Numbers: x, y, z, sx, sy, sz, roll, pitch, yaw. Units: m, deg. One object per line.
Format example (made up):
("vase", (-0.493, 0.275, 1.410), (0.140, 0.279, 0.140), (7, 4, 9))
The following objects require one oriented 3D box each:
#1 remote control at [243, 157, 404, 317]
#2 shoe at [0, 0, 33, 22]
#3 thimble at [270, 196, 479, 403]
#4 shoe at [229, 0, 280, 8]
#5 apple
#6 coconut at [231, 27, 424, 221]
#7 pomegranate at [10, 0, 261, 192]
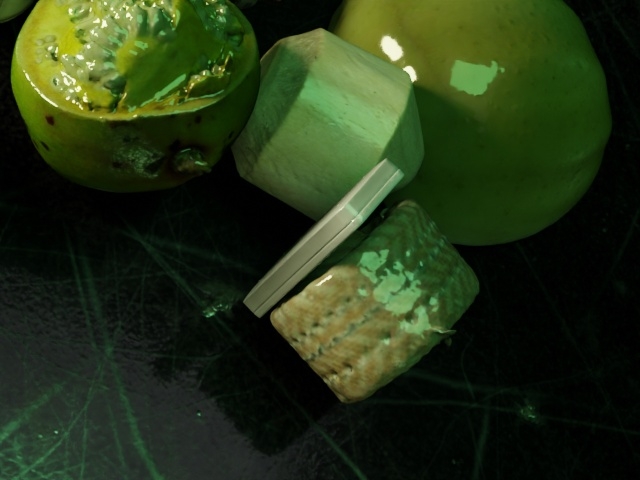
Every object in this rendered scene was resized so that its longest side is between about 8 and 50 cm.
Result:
("remote control", (0.000, 0.000, 1.723), (0.034, 0.250, 0.103), (44, 51, -3))
("shoe", (-0.328, -0.328, 1.785), (0.103, 0.098, 0.275), (27, 36, -8))
("thimble", (0.064, 0.066, 1.771), (0.148, 0.196, 0.229), (52, 22, -3))
("shoe", (-0.110, -0.305, 1.903), (0.125, 0.099, 0.227), (42, 48, -4))
("apple", (0.198, -0.187, 2.041), (0.360, 0.312, 0.320), (-9, 116, -32))
("coconut", (0.014, -0.124, 1.828), (0.222, 0.202, 0.202), (27, 55, -12))
("pomegranate", (-0.205, -0.190, 1.719), (0.260, 0.260, 0.340), (4, 36, -30))
